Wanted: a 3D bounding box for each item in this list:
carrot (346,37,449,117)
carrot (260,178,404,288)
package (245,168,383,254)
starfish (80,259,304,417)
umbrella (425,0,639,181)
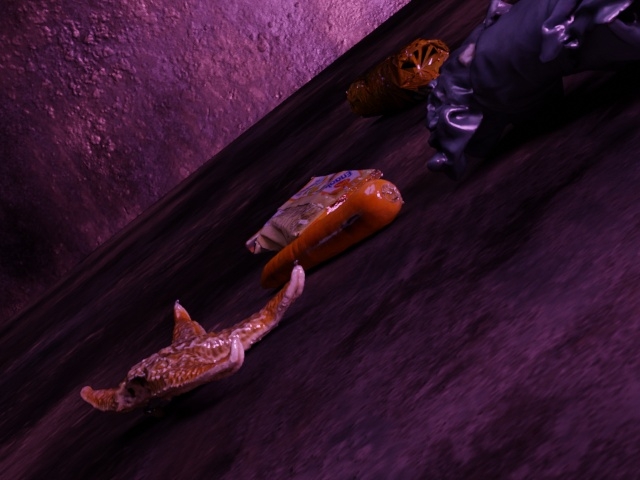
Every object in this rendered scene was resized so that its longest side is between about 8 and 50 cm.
[{"bbox_3d":[0.088,-0.183,2.015,0.069,0.069,0.229,-41,7,-17],"label":"carrot"},{"bbox_3d":[0.000,0.000,1.438,0.190,0.037,0.037,-33,9,45],"label":"carrot"},{"bbox_3d":[-0.008,-0.028,1.665,0.108,0.031,0.121,-42,14,-24],"label":"package"},{"bbox_3d":[-0.089,0.083,1.342,0.138,0.050,0.247,-42,15,-32],"label":"starfish"},{"bbox_3d":[0.184,-0.149,1.226,0.349,0.094,0.143,-37,24,55],"label":"umbrella"}]
